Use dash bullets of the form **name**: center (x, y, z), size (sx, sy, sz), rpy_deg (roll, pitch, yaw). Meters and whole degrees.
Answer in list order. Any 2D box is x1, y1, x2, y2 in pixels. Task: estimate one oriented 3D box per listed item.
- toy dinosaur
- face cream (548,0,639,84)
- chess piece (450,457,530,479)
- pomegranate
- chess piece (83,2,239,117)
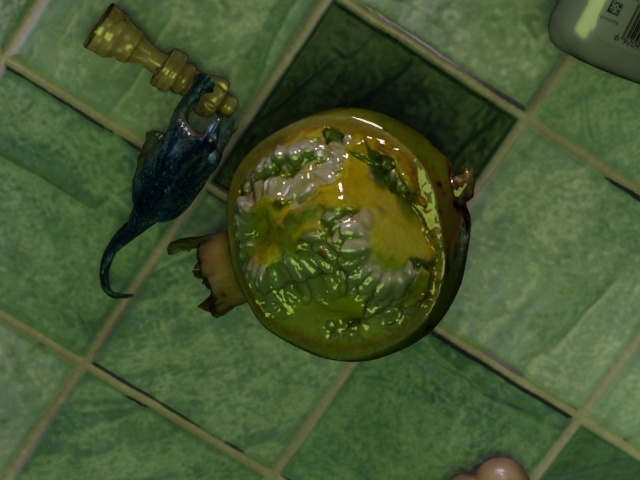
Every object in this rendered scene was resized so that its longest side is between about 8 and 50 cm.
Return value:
- **toy dinosaur**: center (-0.152, -0.071, 1.921), size (0.076, 0.147, 0.363), rpy_deg (30, 144, -10)
- **face cream**: center (0.362, -0.325, 1.883), size (0.163, 0.080, 0.336), rpy_deg (16, 108, -28)
- **chess piece**: center (0.157, 0.303, 2.088), size (0.170, 0.094, 0.094), rpy_deg (-31, 105, 5)
- **pomegranate**: center (0.000, 0.000, 1.917), size (0.341, 0.260, 0.260), rpy_deg (-12, 109, 27)
- **chess piece**: center (-0.162, -0.180, 1.951), size (0.172, 0.060, 0.060), rpy_deg (33, 104, -12)
